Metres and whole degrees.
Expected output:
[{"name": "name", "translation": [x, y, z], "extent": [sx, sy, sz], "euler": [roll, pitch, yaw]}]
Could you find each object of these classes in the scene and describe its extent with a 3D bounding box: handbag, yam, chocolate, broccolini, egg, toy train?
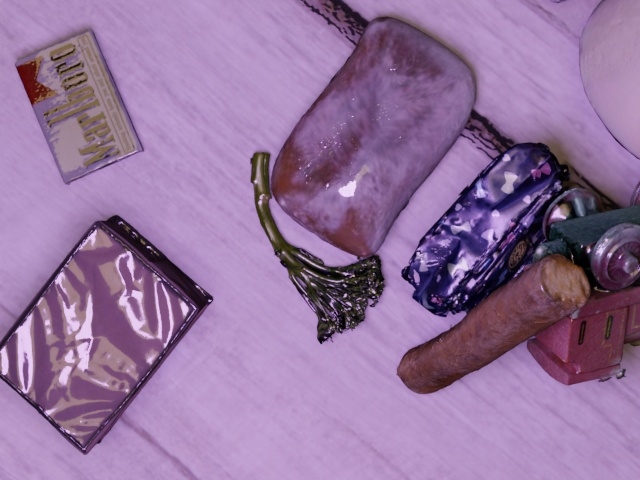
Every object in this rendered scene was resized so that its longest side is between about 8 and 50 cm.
[{"name": "handbag", "translation": [0.220, -0.008, 1.905], "extent": [0.113, 0.162, 0.260], "euler": [41, 92, 16]}, {"name": "yam", "translation": [0.204, 0.110, 1.835], "extent": [0.081, 0.357, 0.081], "euler": [11, 64, -23]}, {"name": "chocolate", "translation": [0.069, -0.142, 1.928], "extent": [0.185, 0.100, 0.303], "euler": [33, 81, 8]}, {"name": "broccolini", "translation": [-0.005, -0.007, 1.972], "extent": [0.123, 0.062, 0.271], "euler": [-26, 86, -7]}, {"name": "egg", "translation": [0.500, -0.239, 1.830], "extent": [0.337, 0.201, 0.337], "euler": [2, 70, -5]}, {"name": "toy train", "translation": [0.395, 0.044, 1.867], "extent": [0.304, 0.150, 0.221], "euler": [-12, 120, -23]}]

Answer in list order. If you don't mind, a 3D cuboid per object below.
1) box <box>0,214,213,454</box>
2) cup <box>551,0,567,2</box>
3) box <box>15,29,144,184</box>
[{"name": "box", "translation": [-0.285, 0.120, 1.936], "extent": [0.188, 0.153, 0.252], "euler": [41, 91, 2]}, {"name": "cup", "translation": [0.326, -0.365, 1.946], "extent": [0.074, 0.102, 0.099], "euler": [-15, 91, 42]}, {"name": "box", "translation": [-0.320, -0.176, 1.994], "extent": [0.115, 0.036, 0.177], "euler": [-23, 89, 3]}]
